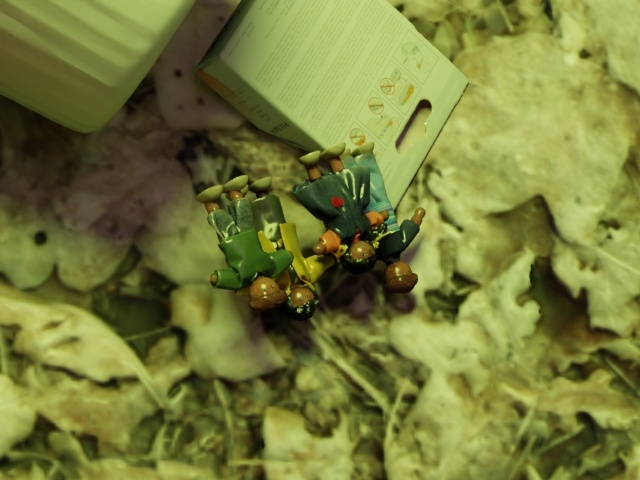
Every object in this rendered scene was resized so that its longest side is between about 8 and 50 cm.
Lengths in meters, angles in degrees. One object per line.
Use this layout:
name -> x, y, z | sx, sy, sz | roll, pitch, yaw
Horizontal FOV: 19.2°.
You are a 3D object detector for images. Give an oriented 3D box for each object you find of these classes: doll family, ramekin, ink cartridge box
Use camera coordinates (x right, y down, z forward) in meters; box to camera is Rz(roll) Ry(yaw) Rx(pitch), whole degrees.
doll family -> 0.000, 0.000, 1.326 | 0.193, 0.076, 0.111 | -21, 82, -22
ramekin -> -0.145, -0.206, 1.266 | 0.135, 0.277, 0.277 | 33, 60, -12
ink cartridge box -> 0.012, -0.126, 1.422 | 0.179, 0.045, 0.145 | 42, 58, -19
